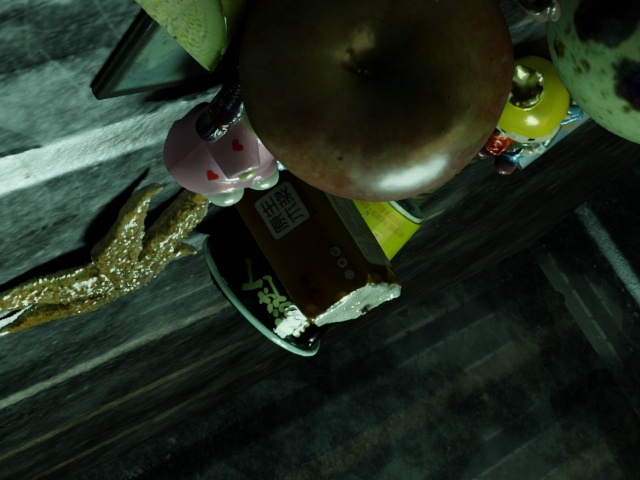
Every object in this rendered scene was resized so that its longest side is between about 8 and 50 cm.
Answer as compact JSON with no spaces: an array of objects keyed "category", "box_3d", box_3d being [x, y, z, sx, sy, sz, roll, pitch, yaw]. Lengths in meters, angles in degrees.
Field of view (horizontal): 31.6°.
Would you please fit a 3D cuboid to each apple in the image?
[{"category":"apple","box_3d":[0.037,-0.121,0.788,0.188,0.188,0.174,-33,-167,7]}]

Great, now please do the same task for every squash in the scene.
[{"category":"squash","box_3d":[-0.068,-0.195,0.728,0.075,0.090,0.200,-28,163,-43]}]

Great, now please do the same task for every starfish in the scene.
[{"category":"starfish","box_3d":[-0.240,0.033,1.274,0.302,0.060,0.299,-30,171,-6]}]

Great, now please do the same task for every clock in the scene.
[{"category":"clock","box_3d":[-0.026,-0.130,0.981,0.194,0.100,0.195,-28,171,-35]}]

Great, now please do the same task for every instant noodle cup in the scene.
[{"category":"instant noodle cup","box_3d":[0.000,0.000,1.454,0.236,0.215,0.215,-42,166,13]}]

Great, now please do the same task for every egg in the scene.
[{"category":"egg","box_3d":[0.401,-0.244,1.196,0.379,0.288,0.287,-21,164,-38]}]

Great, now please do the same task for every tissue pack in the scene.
[{"category":"tissue pack","box_3d":[-0.013,-0.022,1.207,0.092,0.226,0.183,-33,168,14]}]

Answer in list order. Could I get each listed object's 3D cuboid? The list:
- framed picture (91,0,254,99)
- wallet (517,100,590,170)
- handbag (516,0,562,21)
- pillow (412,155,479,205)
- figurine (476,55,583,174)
[{"category":"framed picture","box_3d":[0.000,-0.220,0.940,0.347,0.016,0.265,-19,164,-46]},{"category":"wallet","box_3d":[0.377,-0.220,1.796,0.231,0.069,0.170,-36,151,6]},{"category":"handbag","box_3d":[0.106,-0.245,0.659,0.190,0.193,0.251,-33,169,27]},{"category":"pillow","box_3d":[0.172,-0.102,1.791,0.212,0.052,0.208,-36,171,19]},{"category":"figurine","box_3d":[0.277,-0.173,1.594,0.185,0.127,0.234,-44,178,20]}]
